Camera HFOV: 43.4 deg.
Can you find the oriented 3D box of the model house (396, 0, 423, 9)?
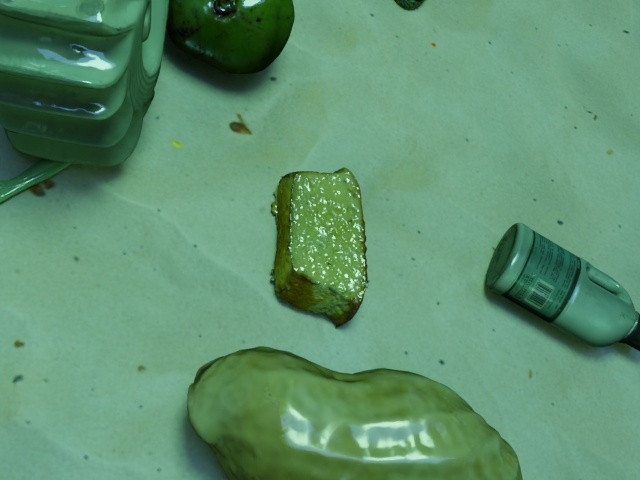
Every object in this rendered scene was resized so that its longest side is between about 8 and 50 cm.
[{"bbox_3d":[0.139,-0.376,1.114,0.066,0.083,0.079,46,60,1],"label":"model house"}]

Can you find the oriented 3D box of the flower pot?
[{"bbox_3d":[-0.237,-0.278,0.826,0.165,0.254,0.367,7,69,-8],"label":"flower pot"}]

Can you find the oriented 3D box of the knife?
[{"bbox_3d":[-0.334,-0.055,0.847,0.207,0.014,0.030,-37,86,-28],"label":"knife"}]

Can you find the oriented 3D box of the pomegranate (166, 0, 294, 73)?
[{"bbox_3d":[-0.099,-0.292,0.969,0.152,0.131,0.191,24,55,-6],"label":"pomegranate"}]

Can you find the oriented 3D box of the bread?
[{"bbox_3d":[0.000,0.000,0.921,0.103,0.065,0.187,11,66,-22],"label":"bread"}]

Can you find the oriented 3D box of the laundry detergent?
[{"bbox_3d":[0.320,0.070,1.001,0.226,0.070,0.099,29,55,-6],"label":"laundry detergent"}]

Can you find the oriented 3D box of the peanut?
[{"bbox_3d":[0.035,0.208,0.793,0.340,0.158,0.174,9,87,-12],"label":"peanut"}]
